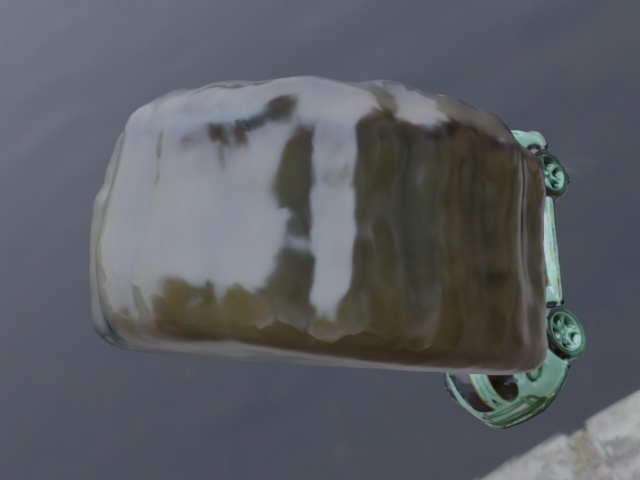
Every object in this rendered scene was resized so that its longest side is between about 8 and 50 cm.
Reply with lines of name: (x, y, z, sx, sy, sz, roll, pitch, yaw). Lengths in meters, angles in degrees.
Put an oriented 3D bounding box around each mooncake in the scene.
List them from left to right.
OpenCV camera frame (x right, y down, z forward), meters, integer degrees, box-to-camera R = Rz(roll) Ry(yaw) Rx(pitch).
mooncake: (0.000, 0.000, 0.908, 0.290, 0.290, 0.161, -1, 81, 34)

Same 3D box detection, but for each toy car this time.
toy car: (0.160, 0.026, 1.397, 0.136, 0.125, 0.305, -34, 45, 45)
